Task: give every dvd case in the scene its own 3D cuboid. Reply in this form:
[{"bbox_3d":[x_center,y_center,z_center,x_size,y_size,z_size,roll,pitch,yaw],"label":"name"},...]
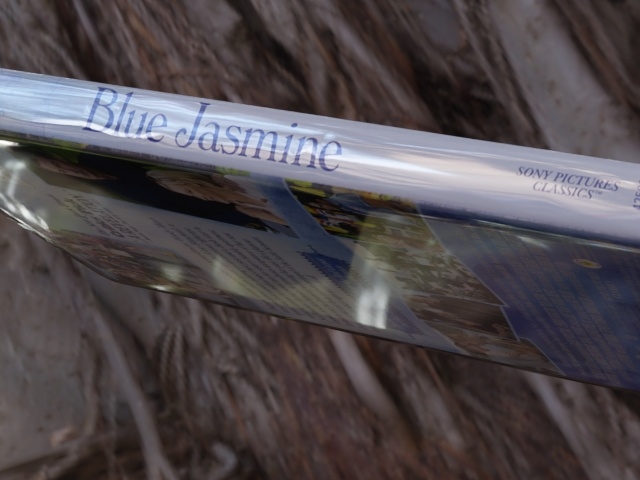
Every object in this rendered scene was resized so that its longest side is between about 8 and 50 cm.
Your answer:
[{"bbox_3d":[0.000,0.000,0.459,0.253,0.022,0.180,10,-14,24],"label":"dvd case"}]
